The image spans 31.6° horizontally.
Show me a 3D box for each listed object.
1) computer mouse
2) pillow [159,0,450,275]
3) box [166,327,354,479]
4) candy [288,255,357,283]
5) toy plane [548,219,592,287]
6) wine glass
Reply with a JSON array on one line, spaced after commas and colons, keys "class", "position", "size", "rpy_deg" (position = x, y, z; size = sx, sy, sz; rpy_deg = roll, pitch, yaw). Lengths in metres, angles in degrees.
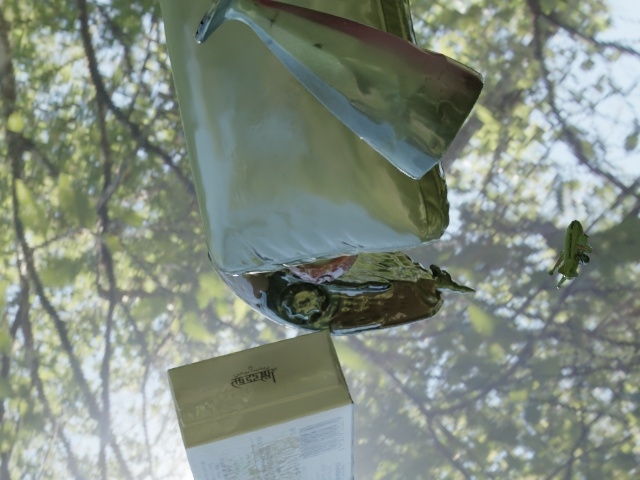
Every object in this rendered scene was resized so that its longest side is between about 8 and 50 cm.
[{"class": "computer mouse", "position": [0.028, 0.062, 1.532], "size": [0.389, 0.115, 0.199], "rpy_deg": [9, -155, -22]}, {"class": "pillow", "position": [-0.022, -0.140, 0.947], "size": [0.120, 0.255, 0.322], "rpy_deg": [-15, -86, -51]}, {"class": "box", "position": [-0.065, 0.229, 1.348], "size": [0.194, 0.260, 0.111], "rpy_deg": [-14, -121, -8]}, {"class": "candy", "position": [0.000, 0.000, 1.346], "size": [0.103, 0.043, 0.103], "rpy_deg": [-9, -117, 18]}, {"class": "toy plane", "position": [0.384, 0.018, 1.717], "size": [0.040, 0.102, 0.111], "rpy_deg": [31, -121, -16]}, {"class": "wine glass", "position": [0.011, -0.102, 0.639], "size": [0.155, 0.073, 0.073], "rpy_deg": [31, -133, -8]}]
